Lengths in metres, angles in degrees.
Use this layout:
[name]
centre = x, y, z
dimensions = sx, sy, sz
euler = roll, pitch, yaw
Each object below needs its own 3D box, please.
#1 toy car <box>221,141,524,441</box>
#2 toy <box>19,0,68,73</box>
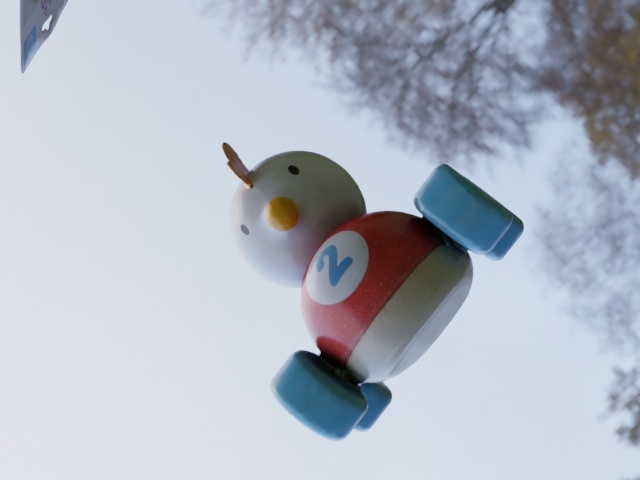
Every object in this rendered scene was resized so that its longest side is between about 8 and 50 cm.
[toy car]
centre = 0.000, 0.000, 1.229
dimensions = 0.238, 0.219, 0.210
euler = 38, -175, 11
[toy]
centre = -0.198, -0.264, 1.228
dimensions = 0.056, 0.237, 0.137
euler = 8, -144, 6
